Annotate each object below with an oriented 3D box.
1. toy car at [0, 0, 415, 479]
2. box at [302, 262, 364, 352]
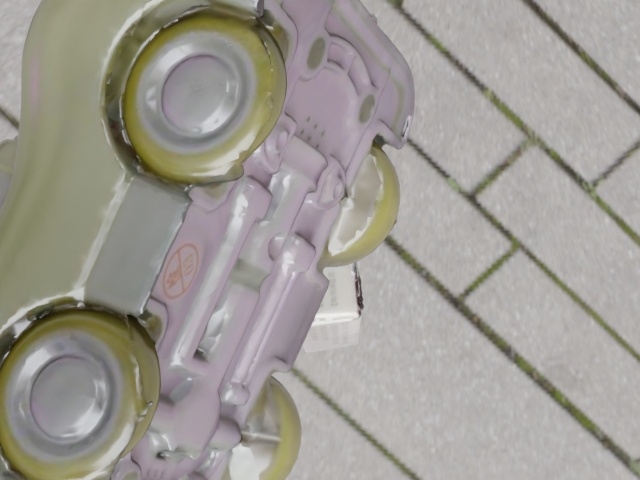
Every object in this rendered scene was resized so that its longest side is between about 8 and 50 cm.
[{"bbox_3d":[-0.112,-0.002,0.746,0.226,0.242,0.336,19,85,23],"label":"toy car"},{"bbox_3d":[0.000,0.000,1.316,0.065,0.343,0.200,-6,81,0],"label":"box"}]
